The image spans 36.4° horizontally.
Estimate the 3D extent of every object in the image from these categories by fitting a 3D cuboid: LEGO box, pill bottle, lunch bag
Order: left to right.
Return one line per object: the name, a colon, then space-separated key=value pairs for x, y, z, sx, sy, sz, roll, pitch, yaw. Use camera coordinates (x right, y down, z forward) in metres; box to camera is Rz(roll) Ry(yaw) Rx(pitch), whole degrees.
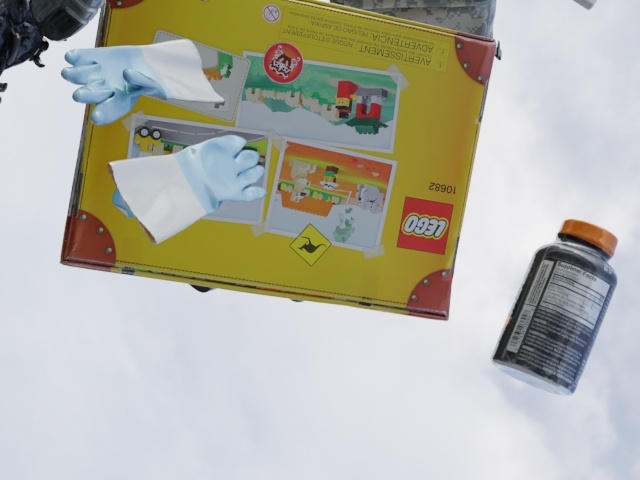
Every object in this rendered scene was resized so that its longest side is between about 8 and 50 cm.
LEGO box: x=-0.058 y=-0.121 z=1.278 sx=0.193 sy=0.501 sz=0.372 roll=-157 pitch=-103 yaw=-76
lunch bag: x=0.164 y=-0.420 z=1.710 sx=0.305 sy=0.212 sz=0.256 roll=1 pitch=-57 yaw=11
pill bottle: x=0.353 y=0.093 z=1.425 sx=0.130 sy=0.130 sz=0.245 roll=14 pitch=-105 yaw=49

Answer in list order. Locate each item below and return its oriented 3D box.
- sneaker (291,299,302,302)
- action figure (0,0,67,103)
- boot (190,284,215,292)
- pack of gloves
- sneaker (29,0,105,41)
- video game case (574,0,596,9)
sneaker: x=0.000 y=0.000 z=1.732 sx=0.078 sy=0.234 sz=0.106 roll=28 pitch=-22 yaw=5
action figure: x=-0.413 y=-0.219 z=1.154 sx=0.141 sy=0.164 sz=0.275 roll=49 pitch=-65 yaw=26
boot: x=-0.187 y=-0.046 z=1.770 sx=0.264 sy=0.280 sz=0.096 roll=39 pitch=-54 yaw=19
pack of gloves: x=-0.132 y=-0.115 z=0.934 sx=0.046 sy=0.232 sz=0.195 roll=-33 pitch=-92 yaw=29
sneaker: x=-0.213 y=-0.308 z=1.041 sx=0.086 sy=0.132 sz=0.228 roll=48 pitch=-56 yaw=10
video game case: x=0.354 y=-0.417 z=1.367 sx=0.143 sy=0.157 sz=0.019 roll=33 pitch=-22 yaw=2
